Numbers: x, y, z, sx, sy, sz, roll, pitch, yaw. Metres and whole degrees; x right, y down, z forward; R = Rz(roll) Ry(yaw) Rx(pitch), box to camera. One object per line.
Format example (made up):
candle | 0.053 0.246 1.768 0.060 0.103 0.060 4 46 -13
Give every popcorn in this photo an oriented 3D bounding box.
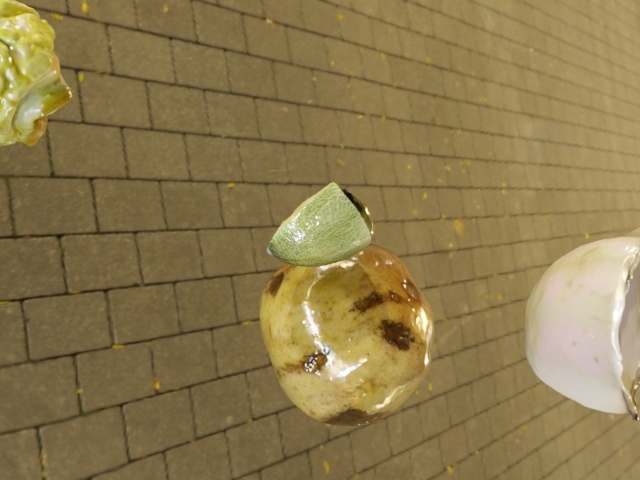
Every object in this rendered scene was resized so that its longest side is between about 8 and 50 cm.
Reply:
popcorn | -0.312 -0.162 0.689 0.126 0.125 0.145 4 106 -46

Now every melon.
melon | 0.000 0.000 0.879 0.128 0.160 0.079 -33 82 -10

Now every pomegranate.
pomegranate | 0.042 0.137 1.066 0.281 0.281 0.282 16 69 -48

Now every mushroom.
mushroom | 0.325 0.063 0.873 0.236 0.173 0.162 -54 131 -29
